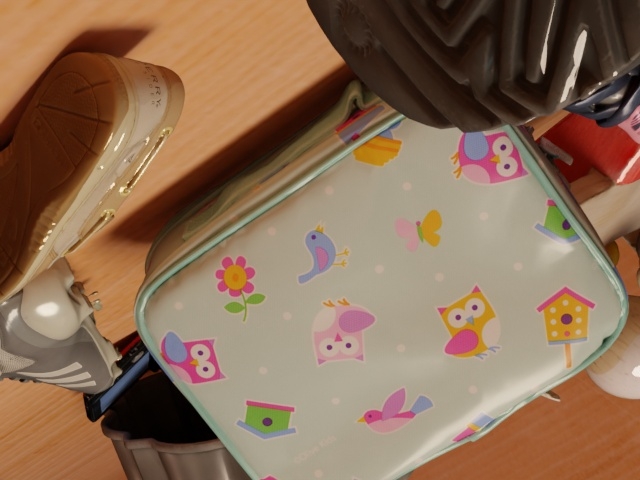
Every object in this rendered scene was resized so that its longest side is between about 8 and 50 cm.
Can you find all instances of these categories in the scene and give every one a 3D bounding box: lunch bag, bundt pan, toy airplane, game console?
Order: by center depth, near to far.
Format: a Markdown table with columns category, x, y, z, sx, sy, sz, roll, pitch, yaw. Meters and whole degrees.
| category | x | y | z | sx | sy | sz | roll | pitch | yaw |
| --- | --- | --- | --- | --- | --- | --- | --- | --- | --- |
| lunch bag | 0.036 | 0.022 | 0.840 | 0.279 | 0.224 | 0.108 | -34 | -165 | 13 |
| toy airplane | 0.227 | -0.004 | 1.106 | 0.386 | 0.272 | 0.384 | -30 | 170 | -6 |
| game console | -0.143 | 0.134 | 1.214 | 0.124 | 0.085 | 0.144 | -45 | 174 | -17 |
| bundt pan | -0.041 | 0.193 | 1.307 | 0.330 | 0.124 | 0.331 | -11 | -170 | 2 |

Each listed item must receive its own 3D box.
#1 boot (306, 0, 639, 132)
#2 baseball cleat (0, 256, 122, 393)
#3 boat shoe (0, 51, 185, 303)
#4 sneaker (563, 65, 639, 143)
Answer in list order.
| category | x | y | z | sx | sy | sz | roll | pitch | yaw |
| --- | --- | --- | --- | --- | --- | --- | --- | --- | --- |
| boot | 0.236 | -0.224 | 0.485 | 0.445 | 0.146 | 0.367 | -30 | 173 | -34 |
| baseball cleat | -0.185 | 0.061 | 0.826 | 0.109 | 0.072 | 0.206 | -27 | 160 | -10 |
| boat shoe | -0.117 | -0.021 | 0.604 | 0.059 | 0.063 | 0.170 | -11 | 158 | -48 |
| sneaker | 0.163 | -0.114 | 0.779 | 0.112 | 0.131 | 0.319 | -37 | 168 | 37 |
